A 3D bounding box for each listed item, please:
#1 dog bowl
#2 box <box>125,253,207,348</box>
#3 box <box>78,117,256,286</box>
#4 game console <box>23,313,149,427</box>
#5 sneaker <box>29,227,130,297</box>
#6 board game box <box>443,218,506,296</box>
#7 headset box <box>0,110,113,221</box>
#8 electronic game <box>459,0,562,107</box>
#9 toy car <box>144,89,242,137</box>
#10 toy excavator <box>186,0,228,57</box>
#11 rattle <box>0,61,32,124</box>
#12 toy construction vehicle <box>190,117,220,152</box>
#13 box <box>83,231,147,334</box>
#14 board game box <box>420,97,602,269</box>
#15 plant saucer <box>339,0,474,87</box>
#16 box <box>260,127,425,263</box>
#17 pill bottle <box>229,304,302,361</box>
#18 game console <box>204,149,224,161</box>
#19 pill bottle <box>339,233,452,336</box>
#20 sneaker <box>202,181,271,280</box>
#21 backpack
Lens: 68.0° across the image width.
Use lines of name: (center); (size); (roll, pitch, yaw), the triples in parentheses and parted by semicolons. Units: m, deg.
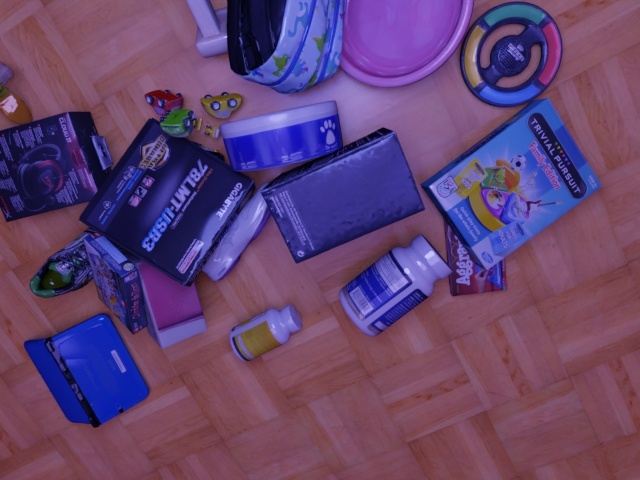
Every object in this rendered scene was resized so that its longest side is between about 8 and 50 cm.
dog bowl: (-0.085, -0.237, 1.068); (0.265, 0.265, 0.104); (-10, 107, 6)
box: (-0.401, 0.135, 1.232); (0.127, 0.148, 0.232); (-20, 108, -29)
box: (-0.353, -0.090, 1.118); (0.293, 0.073, 0.295); (32, 82, 4)
game console: (-0.689, 0.379, 1.399); (0.250, 0.173, 0.293); (-28, 105, -22)
sneaker: (-0.605, 0.048, 1.240); (0.343, 0.146, 0.134); (-38, 100, 11)
board game box: (0.399, 0.003, 1.229); (0.145, 0.027, 0.281); (-8, 105, 6)
headset box: (-0.671, -0.190, 1.195); (0.293, 0.110, 0.218); (-14, 105, 7)
electronic game: (0.439, -0.426, 1.097); (0.229, 0.048, 0.229); (1, 105, 3)
toy car: (-0.313, -0.289, 1.100); (0.239, 0.225, 0.053); (3, 125, 2)
toy excavator: (-0.309, -0.667, 0.966); (0.222, 0.433, 0.445); (-12, 76, 6)
rattle: (-0.844, -0.377, 1.197); (0.199, 0.143, 0.130); (5, 74, 17)
toy construction vehicle: (-0.298, -0.263, 1.196); (0.098, 0.035, 0.086); (15, 105, 8)
box: (-0.505, 0.109, 1.177); (0.159, 0.044, 0.233); (36, 139, 22)
board game box: (0.453, -0.132, 1.136); (0.336, 0.079, 0.254); (-37, 101, 3)
plant saucer: (0.165, -0.506, 1.033); (0.332, 0.084, 0.332); (7, 107, 23)
box: (0.054, -0.114, 1.077); (0.294, 0.296, 0.183); (-24, 102, 10)
pill bottle: (-0.146, 0.247, 1.289); (0.184, 0.103, 0.103); (-28, 102, 11)
game console: (-0.321, -0.158, 1.193); (0.144, 0.085, 0.124); (11, 69, 1)
pill bottle: (0.191, 0.111, 1.206); (0.264, 0.153, 0.153); (-39, 100, 13)
sneaker: (-0.233, -0.038, 1.209); (0.152, 0.114, 0.305); (37, 104, -8)
backpack: (-0.074, -0.492, 0.982); (0.290, 0.273, 0.355); (3, 75, 43)
